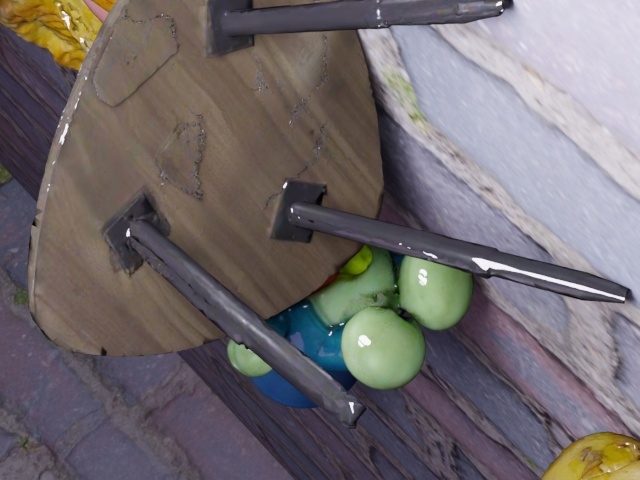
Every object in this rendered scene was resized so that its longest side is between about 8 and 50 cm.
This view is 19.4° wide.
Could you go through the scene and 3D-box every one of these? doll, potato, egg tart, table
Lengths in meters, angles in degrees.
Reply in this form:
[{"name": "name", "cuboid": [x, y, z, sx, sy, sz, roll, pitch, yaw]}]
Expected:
[{"name": "doll", "cuboid": [-0.042, -0.024, 1.428, 0.186, 0.198, 0.322, -17, 111, 50]}, {"name": "potato", "cuboid": [0.228, 0.224, 1.370, 0.176, 0.137, 0.137, 43, 167, 28]}, {"name": "egg tart", "cuboid": [-0.224, -0.218, 1.760, 0.297, 0.132, 0.297, 44, 172, 8]}, {"name": "table", "cuboid": [0.007, -0.015, 1.145, 0.249, 0.317, 0.317, 20, 151, 41]}]

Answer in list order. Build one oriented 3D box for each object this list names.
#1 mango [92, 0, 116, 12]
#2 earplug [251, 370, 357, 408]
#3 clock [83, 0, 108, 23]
[{"name": "mango", "cuboid": [-0.114, -0.218, 1.251, 0.154, 0.126, 0.252, -19, 113, 42]}, {"name": "earplug", "cuboid": [-0.004, 0.077, 1.842, 0.132, 0.132, 0.273, 49, 166, 8]}, {"name": "clock", "cuboid": [-0.146, -0.230, 1.476, 0.166, 0.092, 0.162, 49, 166, 10]}]
